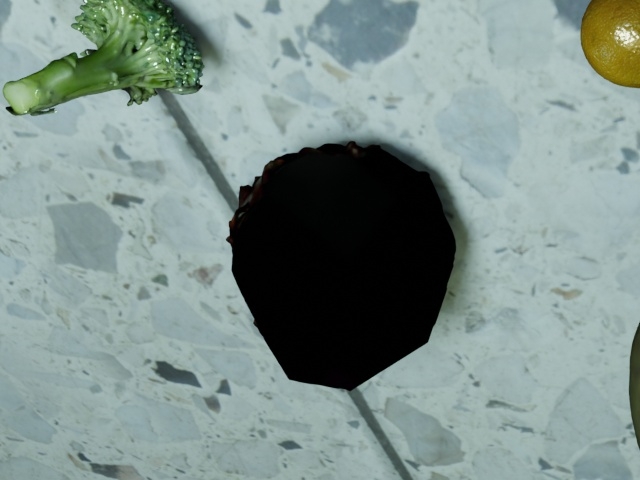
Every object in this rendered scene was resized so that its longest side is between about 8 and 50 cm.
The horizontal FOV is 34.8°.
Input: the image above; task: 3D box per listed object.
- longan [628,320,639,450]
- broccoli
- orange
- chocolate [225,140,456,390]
[{"bbox_3d":[0.415,0.132,0.786,0.361,0.361,0.361,11,132,12],"label":"longan"},{"bbox_3d":[-0.189,-0.151,0.878,0.118,0.204,0.122,-22,104,34],"label":"broccoli"},{"bbox_3d":[0.241,-0.158,0.786,0.085,0.085,0.085,11,132,12],"label":"orange"},{"bbox_3d":[0.000,0.000,1.003,0.224,0.206,0.177,64,167,-21],"label":"chocolate"}]
